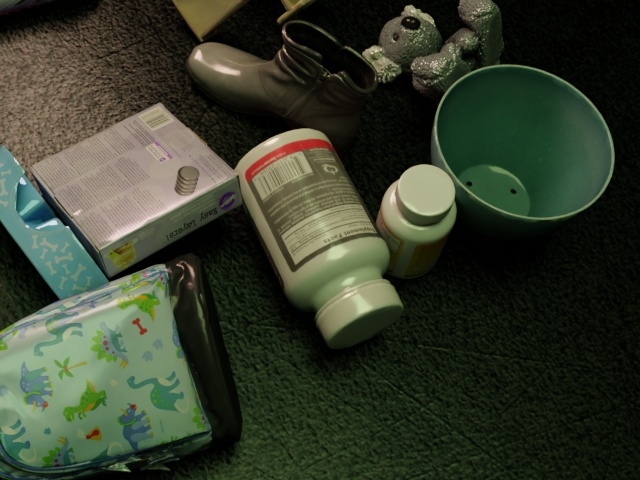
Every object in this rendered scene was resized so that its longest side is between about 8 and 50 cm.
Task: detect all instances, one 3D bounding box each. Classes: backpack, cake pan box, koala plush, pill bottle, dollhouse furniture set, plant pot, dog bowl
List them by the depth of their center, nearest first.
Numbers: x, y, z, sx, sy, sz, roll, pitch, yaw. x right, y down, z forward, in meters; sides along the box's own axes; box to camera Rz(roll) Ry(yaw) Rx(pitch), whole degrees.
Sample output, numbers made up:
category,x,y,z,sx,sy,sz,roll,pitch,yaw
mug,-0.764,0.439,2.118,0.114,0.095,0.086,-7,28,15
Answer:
category,x,y,z,sx,sy,sz,roll,pitch,yaw
backpack,-0.309,0.194,1.344,0.355,0.273,0.290,-13,90,-1
dog bowl,-0.420,-0.010,1.477,0.074,0.166,0.297,-38,73,-13
pill bottle,0.000,0.000,1.521,0.176,0.176,0.319,-20,67,-18
pill bottle,0.148,-0.030,1.538,0.117,0.208,0.118,2,64,-4
cake pan box,-0.293,-0.091,1.539,0.245,0.070,0.267,-30,49,-22
plant pot,0.307,-0.114,1.618,0.290,0.195,0.290,4,61,-7
koala plush,0.193,-0.331,1.750,0.221,0.203,0.196,27,72,30
dollhouse furniture set,-0.131,-0.481,1.773,0.242,0.161,0.212,-40,99,-39

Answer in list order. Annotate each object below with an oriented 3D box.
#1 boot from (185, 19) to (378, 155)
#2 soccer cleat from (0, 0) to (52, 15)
category,x,y,z,sx,sy,sz,roll,pitch,yaw
boot,-0.065,-0.295,1.641,0.338,0.223,0.118,24,62,4
soccer cleat,-0.555,-0.446,1.730,0.318,0.117,0.109,-5,34,-29
